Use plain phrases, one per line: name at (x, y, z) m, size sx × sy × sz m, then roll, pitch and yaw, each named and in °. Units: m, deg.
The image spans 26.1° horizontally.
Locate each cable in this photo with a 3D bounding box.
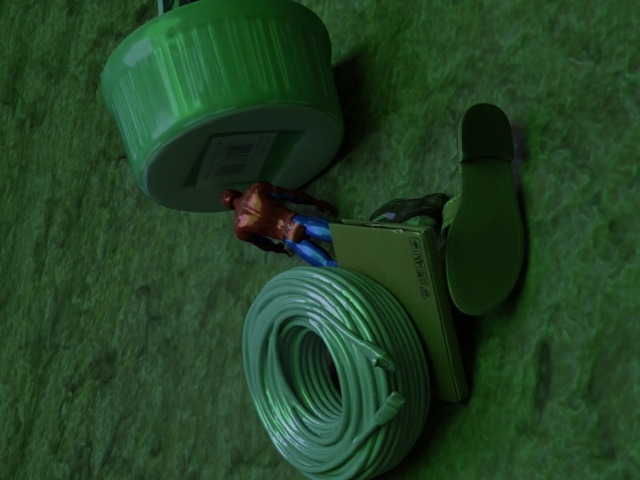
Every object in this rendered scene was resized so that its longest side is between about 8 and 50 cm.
cable at (0.013, 0.151, 1.580) m, size 0.257 × 0.089 × 0.257 m, roll 52°, pitch 137°, yaw 30°

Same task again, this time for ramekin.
ramekin at (-0.115, -0.160, 1.747) m, size 0.303 × 0.303 × 0.148 m, roll -36°, pitch 59°, yaw 37°

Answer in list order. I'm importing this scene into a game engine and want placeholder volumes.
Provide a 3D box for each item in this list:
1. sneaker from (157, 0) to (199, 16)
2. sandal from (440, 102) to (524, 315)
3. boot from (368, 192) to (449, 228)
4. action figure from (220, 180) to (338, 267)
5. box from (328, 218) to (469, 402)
sneaker at (-0.174, -0.321, 2.026) m, size 0.147 × 0.104 × 0.296 m, roll 22°, pitch 100°, yaw 49°
sandal at (0.175, -0.028, 1.538) m, size 0.079 × 0.088 × 0.240 m, roll 124°, pitch 149°, yaw -75°
boot at (0.092, -0.018, 1.576) m, size 0.106 × 0.114 × 0.037 m, roll -22°, pitch 103°, yaw 21°
action figure at (0.000, 0.000, 1.723) m, size 0.280 × 0.139 × 0.091 m, roll 27°, pitch 96°, yaw 28°
box at (0.086, 0.076, 1.552) m, size 0.164 × 0.021 × 0.201 m, roll 7°, pitch 115°, yaw 52°
